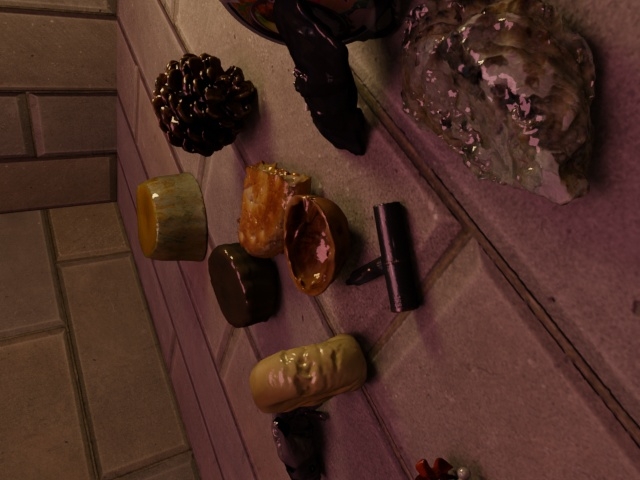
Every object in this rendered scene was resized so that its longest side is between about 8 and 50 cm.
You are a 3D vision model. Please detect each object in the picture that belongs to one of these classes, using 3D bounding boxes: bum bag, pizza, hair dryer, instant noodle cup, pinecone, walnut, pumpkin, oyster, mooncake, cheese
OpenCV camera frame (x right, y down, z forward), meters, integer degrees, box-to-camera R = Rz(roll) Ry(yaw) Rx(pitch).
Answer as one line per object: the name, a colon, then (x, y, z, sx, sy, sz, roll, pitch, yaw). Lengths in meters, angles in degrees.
bum bag: (0.007, -0.237, 0.743, 0.137, 0.074, 0.310, 39, 170, 26)
pizza: (-0.110, -0.083, 1.072, 0.335, 0.086, 0.226, -46, 55, 53)
hair dryer: (0.086, 0.031, 0.818, 0.194, 0.050, 0.173, -10, 87, 63)
instant noodle cup: (-0.016, -0.427, 0.666, 0.258, 0.302, 0.182, -14, 64, 49)
pinecone: (-0.283, -0.326, 1.153, 0.257, 0.243, 0.244, 26, 121, 49)
walnut: (0.001, 0.001, 0.904, 0.167, 0.087, 0.211, 45, 138, 35)
pumpkin: (-0.549, -0.070, 1.719, 0.332, 0.199, 0.333, 29, 125, 51)
oyster: (0.185, -0.166, 0.520, 0.267, 0.112, 0.199, 37, 129, 46)
mooncake: (-0.197, 0.112, 1.247, 0.228, 0.124, 0.228, 25, 122, 49)
cheese: (-0.028, 0.255, 0.914, 0.226, 0.213, 0.117, 123, 134, -59)

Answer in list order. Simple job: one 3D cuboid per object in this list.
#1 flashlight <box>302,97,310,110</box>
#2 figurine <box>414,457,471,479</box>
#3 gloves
flashlight: (-0.024, -0.295, 0.925, 0.018, 0.018, 0.083, 28, 123, 53)
figurine: (0.179, 0.428, 0.672, 0.160, 0.183, 0.226, -38, 54, 47)
gloves: (-0.054, 0.456, 1.104, 0.119, 0.142, 0.286, 14, 112, 28)
